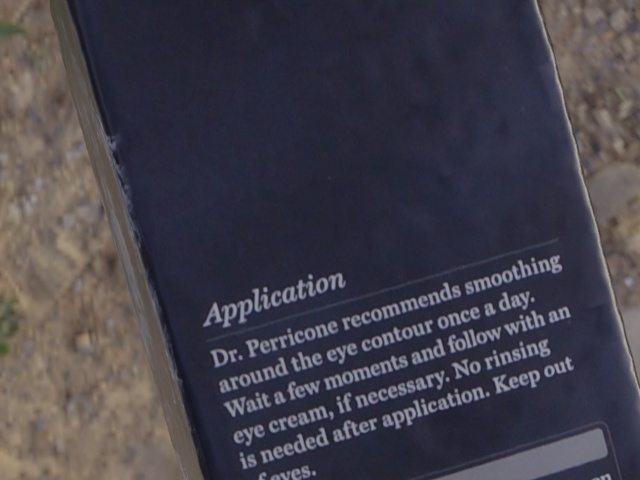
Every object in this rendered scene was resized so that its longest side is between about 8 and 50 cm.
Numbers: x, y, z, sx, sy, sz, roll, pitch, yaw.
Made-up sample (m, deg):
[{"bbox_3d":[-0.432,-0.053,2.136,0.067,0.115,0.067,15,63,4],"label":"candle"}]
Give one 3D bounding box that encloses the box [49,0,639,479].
[{"bbox_3d":[0.000,0.000,0.417,0.093,0.156,0.158,-15,94,-8],"label":"box"}]
